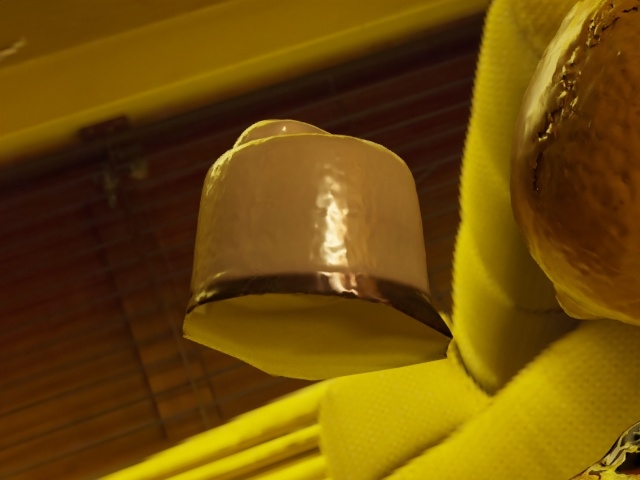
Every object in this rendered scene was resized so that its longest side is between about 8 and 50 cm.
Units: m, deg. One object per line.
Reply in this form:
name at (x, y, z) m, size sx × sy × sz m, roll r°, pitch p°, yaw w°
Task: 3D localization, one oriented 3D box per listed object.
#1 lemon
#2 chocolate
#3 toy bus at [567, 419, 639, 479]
lemon at (0.269, -0.067, 0.929) m, size 0.310 × 0.258 × 0.258 m, roll -67°, pitch 29°, yaw 22°
chocolate at (0.000, 0.000, 1.602) m, size 0.326 × 0.314 × 0.297 m, roll 32°, pitch -124°, yaw -42°
toy bus at (0.258, 0.086, 0.579) m, size 0.093 × 0.409 × 0.092 m, roll 59°, pitch 177°, yaw -11°
